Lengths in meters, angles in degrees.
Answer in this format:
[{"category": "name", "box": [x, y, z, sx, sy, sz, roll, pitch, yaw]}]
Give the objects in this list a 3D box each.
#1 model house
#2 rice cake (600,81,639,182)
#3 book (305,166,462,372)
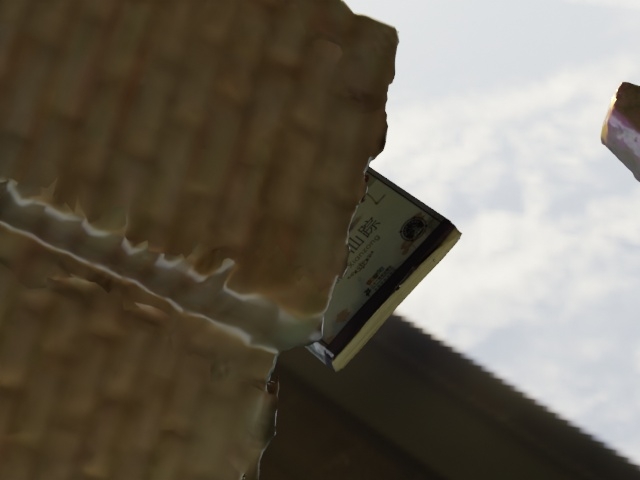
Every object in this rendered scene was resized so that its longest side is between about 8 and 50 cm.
[{"category": "model house", "box": [-0.245, 0.009, 1.110, 0.400, 0.445, 0.395, 24, 163, -27]}, {"category": "rice cake", "box": [0.380, -0.012, 1.606, 0.056, 0.073, 0.365, -29, -121, -20]}, {"category": "book", "box": [-0.001, -0.001, 1.531, 0.157, 0.026, 0.231, -47, -137, -6]}]
